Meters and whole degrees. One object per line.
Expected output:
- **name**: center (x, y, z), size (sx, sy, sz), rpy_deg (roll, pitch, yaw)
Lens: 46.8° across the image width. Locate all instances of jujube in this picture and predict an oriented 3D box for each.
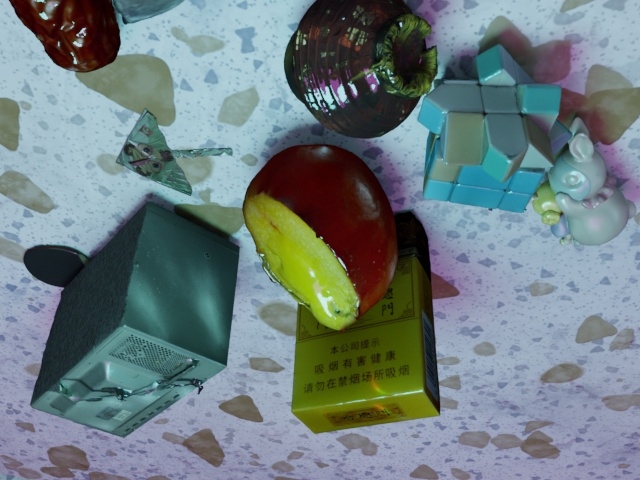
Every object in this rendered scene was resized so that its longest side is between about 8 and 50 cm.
- **jujube**: center (-0.398, -0.369, 1.158), size (0.155, 0.155, 0.230), rpy_deg (-1, 138, 10)

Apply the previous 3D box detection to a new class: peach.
- **peach**: center (0.000, 0.000, 1.358), size (0.280, 0.339, 0.281), rpy_deg (-4, 168, -1)

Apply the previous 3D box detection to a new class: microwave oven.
- **microwave oven**: center (-0.398, 0.191, 1.587), size (0.236, 0.375, 0.432), rpy_deg (27, 133, -29)

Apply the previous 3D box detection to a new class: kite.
- **kite**: center (-0.294, -0.169, 1.462), size (0.249, 0.012, 0.229), rpy_deg (-5, 137, 12)

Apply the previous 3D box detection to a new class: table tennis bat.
- **table tennis bat**: center (-0.571, 0.066, 1.752), size (0.274, 0.021, 0.154), rpy_deg (0, 139, 11)

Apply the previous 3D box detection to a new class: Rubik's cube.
- **Rubik's cube**: center (0.287, -0.174, 1.206), size (0.265, 0.224, 0.213), rpy_deg (8, 148, 0)

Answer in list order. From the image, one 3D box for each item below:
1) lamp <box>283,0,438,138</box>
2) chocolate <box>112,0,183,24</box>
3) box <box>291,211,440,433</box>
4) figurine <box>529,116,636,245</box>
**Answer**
- **lamp**: center (0.066, -0.274, 1.132), size (0.246, 0.247, 0.247), rpy_deg (4, 138, 4)
- **chocolate**: center (-0.208, -0.456, 0.967), size (0.212, 0.303, 0.303), rpy_deg (-16, 137, -7)
- **box**: center (0.087, 0.152, 1.457), size (0.264, 0.416, 0.116), rpy_deg (-14, 139, 21)
- **figurine**: center (0.460, -0.102, 1.347), size (0.155, 0.127, 0.235), rpy_deg (-15, 129, 36)
